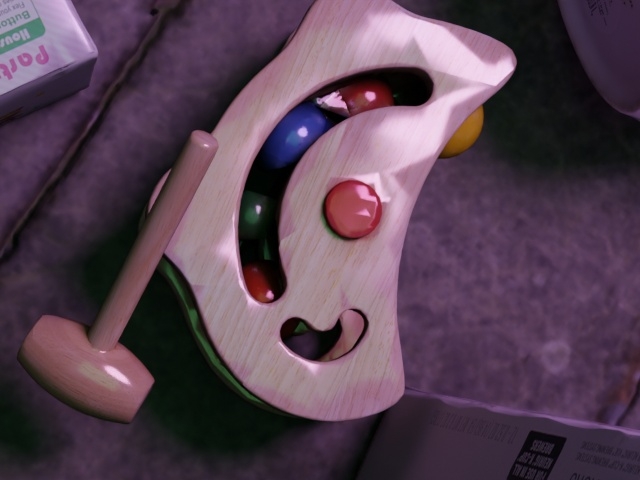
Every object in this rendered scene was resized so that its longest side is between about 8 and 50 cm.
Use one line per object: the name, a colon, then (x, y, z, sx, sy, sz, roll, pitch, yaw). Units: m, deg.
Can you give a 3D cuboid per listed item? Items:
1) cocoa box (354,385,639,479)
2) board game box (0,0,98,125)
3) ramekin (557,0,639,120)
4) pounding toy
cocoa box: (0.131, 0.217, 0.597, 0.231, 0.347, 0.228, 26, 82, -11)
board game box: (-0.269, -0.167, 0.646, 0.224, 0.097, 0.303, -26, 92, -13)
ramekin: (0.187, -0.153, 0.708, 0.109, 0.207, 0.207, -15, 91, -5)
pounding toy: (0.000, 0.000, 0.673, 0.154, 0.155, 0.269, 40, 79, -5)
